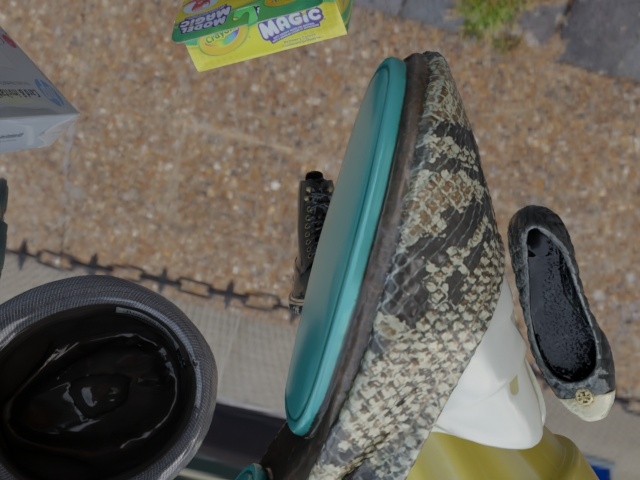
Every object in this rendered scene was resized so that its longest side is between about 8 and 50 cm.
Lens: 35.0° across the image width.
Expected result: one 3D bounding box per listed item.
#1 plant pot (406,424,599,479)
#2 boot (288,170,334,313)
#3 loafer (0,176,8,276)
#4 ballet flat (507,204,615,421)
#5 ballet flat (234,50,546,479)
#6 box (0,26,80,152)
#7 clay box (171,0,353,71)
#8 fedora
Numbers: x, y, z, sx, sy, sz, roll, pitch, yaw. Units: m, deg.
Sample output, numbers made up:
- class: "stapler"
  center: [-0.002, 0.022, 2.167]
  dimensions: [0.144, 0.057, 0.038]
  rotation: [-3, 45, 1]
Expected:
- class: "plant pot"
  center: [0.178, 0.273, 1.221]
  dimensions: [0.254, 0.254, 0.239]
  rotation: [-28, 97, 33]
- class: "boot"
  center: [0.000, 0.000, 1.047]
  dimensions: [0.077, 0.198, 0.137]
  rotation: [-2, 96, -12]
- class: "loafer"
  center: [-0.394, -0.017, 1.121]
  dimensions: [0.084, 0.267, 0.096]
  rotation: [13, 106, -22]
- class: "ballet flat"
  center: [0.171, 0.057, 0.740]
  dimensions: [0.057, 0.049, 0.173]
  rotation: [-17, 102, 22]
- class: "ballet flat"
  center: [0.022, 0.141, 0.595]
  dimensions: [0.182, 0.164, 0.483]
  rotation: [24, 92, -8]
- class: "box"
  center: [-0.249, -0.133, 0.629]
  dimensions: [0.038, 0.145, 0.186]
  rotation: [-41, 90, 12]
- class: "clay box"
  center: [-0.036, -0.210, 0.825]
  dimensions: [0.127, 0.222, 0.053]
  rotation: [-11, 128, 17]
- class: "fedora"
  center: [-0.249, 0.166, 1.065]
  dimensions: [0.275, 0.244, 0.124]
  rotation: [-25, 176, -17]
